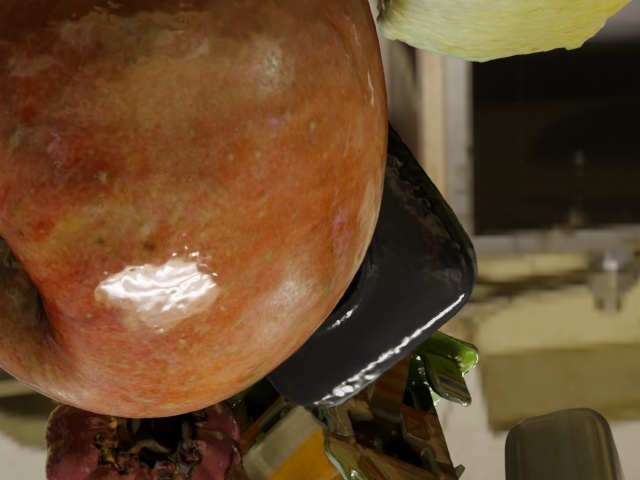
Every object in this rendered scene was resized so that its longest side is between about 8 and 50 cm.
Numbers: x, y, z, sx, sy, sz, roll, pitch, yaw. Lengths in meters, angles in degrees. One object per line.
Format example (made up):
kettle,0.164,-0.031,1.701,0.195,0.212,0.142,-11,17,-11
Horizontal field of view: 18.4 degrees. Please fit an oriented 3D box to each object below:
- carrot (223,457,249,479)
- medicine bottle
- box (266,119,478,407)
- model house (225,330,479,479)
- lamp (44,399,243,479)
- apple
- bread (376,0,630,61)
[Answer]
carrot,-0.050,0.265,1.579,0.057,0.057,0.224,-8,-134,-14
medicine bottle,0.261,0.352,1.910,0.123,0.375,0.282,-11,-135,10
box,0.000,0.000,1.413,0.042,0.201,0.212,-5,-122,-52
model house,0.007,0.224,1.990,0.357,0.242,0.313,27,-151,-34
lamp,-0.160,0.194,1.778,0.182,0.140,0.182,7,-122,-11
apple,-0.079,-0.050,0.919,0.253,0.254,0.253,-2,-160,1
bread,0.123,-0.298,1.416,0.239,0.395,0.264,-15,-165,-1
